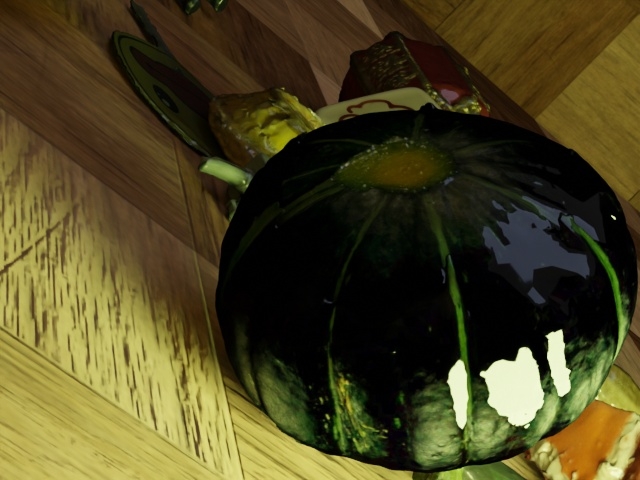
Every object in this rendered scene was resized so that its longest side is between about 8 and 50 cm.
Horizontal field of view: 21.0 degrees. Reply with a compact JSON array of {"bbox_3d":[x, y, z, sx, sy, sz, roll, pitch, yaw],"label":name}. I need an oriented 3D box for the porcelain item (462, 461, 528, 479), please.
[{"bbox_3d":[0.089,0.150,1.334,0.215,0.069,0.081,49,27,16],"label":"porcelain item"}]

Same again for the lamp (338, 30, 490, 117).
[{"bbox_3d":[0.115,-0.143,2.080,0.177,0.177,0.274,38,16,-26],"label":"lamp"}]

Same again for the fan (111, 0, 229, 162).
[{"bbox_3d":[-0.134,-0.150,1.711,0.229,0.011,0.335,33,18,-44],"label":"fan"}]

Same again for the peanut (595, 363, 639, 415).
[{"bbox_3d":[0.336,0.191,1.928,0.174,0.080,0.080,43,13,-21],"label":"peanut"}]

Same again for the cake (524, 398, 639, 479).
[{"bbox_3d":[0.237,0.207,1.591,0.098,0.135,0.287,32,-2,-26],"label":"cake"}]

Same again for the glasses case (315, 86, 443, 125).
[{"bbox_3d":[0.115,-0.038,1.788,0.144,0.076,0.336,-15,40,-21],"label":"glasses case"}]

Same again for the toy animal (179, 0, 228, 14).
[{"bbox_3d":[-0.173,-0.339,2.033,0.137,0.082,0.269,45,17,17],"label":"toy animal"}]

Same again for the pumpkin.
[{"bbox_3d":[0.079,0.051,1.225,0.296,0.296,0.296,41,14,-12],"label":"pumpkin"}]

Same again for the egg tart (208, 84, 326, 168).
[{"bbox_3d":[-0.030,-0.088,1.675,0.191,0.074,0.191,42,12,-11],"label":"egg tart"}]

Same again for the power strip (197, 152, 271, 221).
[{"bbox_3d":[0.000,0.000,1.566,0.288,0.053,0.093,36,16,-35],"label":"power strip"}]
